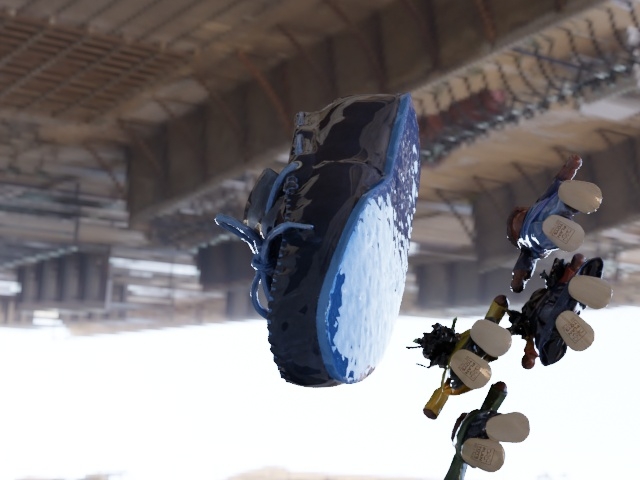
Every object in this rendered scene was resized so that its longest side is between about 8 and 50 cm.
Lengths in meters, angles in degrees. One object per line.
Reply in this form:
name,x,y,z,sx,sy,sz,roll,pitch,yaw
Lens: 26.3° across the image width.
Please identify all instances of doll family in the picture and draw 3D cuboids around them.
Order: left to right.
doll family,0.107,0.043,0.758,0.076,0.111,0.193,38,-95,4

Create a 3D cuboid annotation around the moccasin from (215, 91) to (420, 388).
moccasin,0.000,0.000,1.001,0.117,0.342,0.137,-2,-65,13
